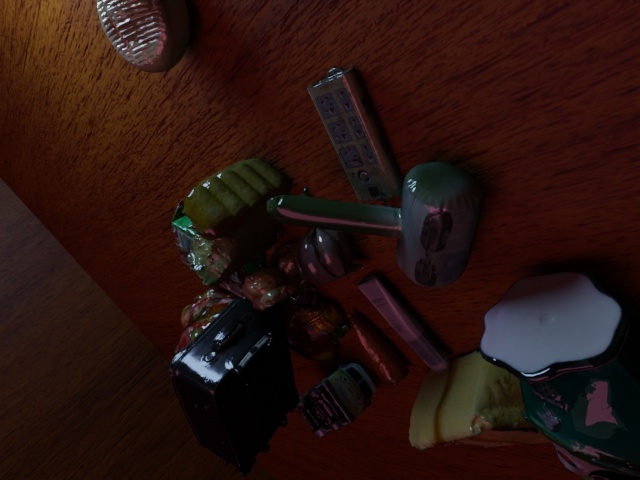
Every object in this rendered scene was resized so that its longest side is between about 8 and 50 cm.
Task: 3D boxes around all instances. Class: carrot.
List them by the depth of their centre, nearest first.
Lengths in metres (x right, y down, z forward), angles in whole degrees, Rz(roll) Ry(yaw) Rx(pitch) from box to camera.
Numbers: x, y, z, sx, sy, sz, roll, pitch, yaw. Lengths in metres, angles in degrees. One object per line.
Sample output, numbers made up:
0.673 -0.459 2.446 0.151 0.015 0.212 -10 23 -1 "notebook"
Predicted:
0.129 0.256 1.057 0.205 0.072 0.072 53 144 -3 "carrot"

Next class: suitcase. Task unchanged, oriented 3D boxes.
-0.196 0.362 1.091 0.194 0.283 0.433 20 135 26 "suitcase"

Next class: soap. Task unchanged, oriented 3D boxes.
-0.285 0.033 1.194 0.274 0.098 0.217 26 141 23 "soap"

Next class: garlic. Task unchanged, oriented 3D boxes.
0.000 0.000 0.884 0.131 0.127 0.193 -10 99 52 "garlic"

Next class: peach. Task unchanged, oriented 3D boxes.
-0.064 0.250 1.228 0.279 0.068 0.189 47 142 -5 "peach"

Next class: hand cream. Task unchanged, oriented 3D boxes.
0.180 0.176 0.934 0.255 0.048 0.079 47 145 -3 "hand cream"

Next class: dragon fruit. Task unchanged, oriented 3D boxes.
-0.308 0.280 1.304 0.263 0.296 0.314 35 135 37 "dragon fruit"

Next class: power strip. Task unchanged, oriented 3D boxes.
0.068 -0.152 0.723 0.092 0.034 0.267 -2 124 44 "power strip"

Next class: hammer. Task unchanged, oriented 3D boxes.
0.075 -0.036 0.699 0.336 0.118 0.206 9 133 12 "hammer"

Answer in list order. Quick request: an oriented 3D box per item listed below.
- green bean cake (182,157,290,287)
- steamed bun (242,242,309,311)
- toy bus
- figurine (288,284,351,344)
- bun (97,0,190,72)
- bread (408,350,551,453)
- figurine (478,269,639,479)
-0.187 -0.040 0.919 0.124 0.233 0.236 40 144 15 "green bean cake"
-0.101 0.079 1.014 0.106 0.178 0.192 56 154 -1 "steamed bun"
0.043 0.451 1.245 0.133 0.165 0.276 53 145 12 "toy bus"
-0.007 0.203 1.088 0.156 0.115 0.095 44 154 -3 "figurine"
-0.308 -0.404 0.778 0.164 0.111 0.188 -11 116 29 "bun"
0.343 0.381 0.878 0.236 0.198 0.263 35 146 -1 "bread"
0.410 0.220 0.633 0.340 0.231 0.324 48 170 -20 "figurine"
